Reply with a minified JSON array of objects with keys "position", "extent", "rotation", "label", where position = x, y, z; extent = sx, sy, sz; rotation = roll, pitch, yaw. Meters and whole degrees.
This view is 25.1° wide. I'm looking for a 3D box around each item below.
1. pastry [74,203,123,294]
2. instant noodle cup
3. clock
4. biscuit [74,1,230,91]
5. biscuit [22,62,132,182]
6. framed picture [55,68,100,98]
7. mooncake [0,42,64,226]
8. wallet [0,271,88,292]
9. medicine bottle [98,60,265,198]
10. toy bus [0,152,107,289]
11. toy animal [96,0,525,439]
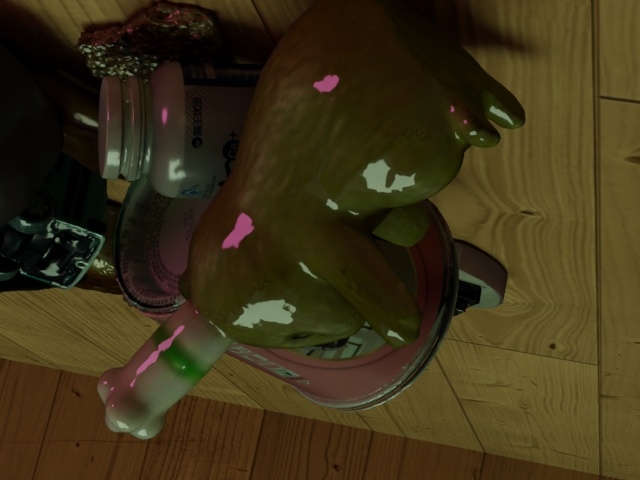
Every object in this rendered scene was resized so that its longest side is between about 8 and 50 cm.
[{"position":[-0.268,0.017,1.790],"extent":[0.182,0.093,0.192],"rotation":[17,164,-27],"label":"pastry"},{"position":[-0.041,0.017,1.297],"extent":[0.244,0.244,0.255],"rotation":[-1,163,43],"label":"instant noodle cup"},{"position":[0.121,0.044,1.616],"extent":[0.198,0.064,0.172],"rotation":[16,166,-17],"label":"clock"},{"position":[-0.136,-0.144,1.202],"extent":[0.131,0.026,0.237],"rotation":[10,166,6],"label":"biscuit"},{"position":[-0.227,-0.105,1.324],"extent":[0.212,0.036,0.212],"rotation":[27,169,6],"label":"biscuit"},{"position":[-0.208,-0.127,1.298],"extent":[0.066,0.007,0.089],"rotation":[30,169,-4],"label":"framed picture"},{"position":[-0.340,-0.107,1.223],"extent":[0.245,0.133,0.245],"rotation":[20,150,13],"label":"mooncake"},{"position":[-0.436,-0.022,1.601],"extent":[0.323,0.041,0.247],"rotation":[31,-171,18],"label":"wallet"},{"position":[-0.075,-0.086,1.124],"extent":[0.191,0.107,0.107],"rotation":[0,169,-14],"label":"medicine bottle"},{"position":[-0.344,-0.059,1.452],"extent":[0.256,0.147,0.128],"rotation":[19,142,-21],"label":"toy bus"},{"position":[-0.003,0.000,1.022],"extent":[0.180,0.363,0.181],"rotation":[29,-157,0],"label":"toy animal"}]
